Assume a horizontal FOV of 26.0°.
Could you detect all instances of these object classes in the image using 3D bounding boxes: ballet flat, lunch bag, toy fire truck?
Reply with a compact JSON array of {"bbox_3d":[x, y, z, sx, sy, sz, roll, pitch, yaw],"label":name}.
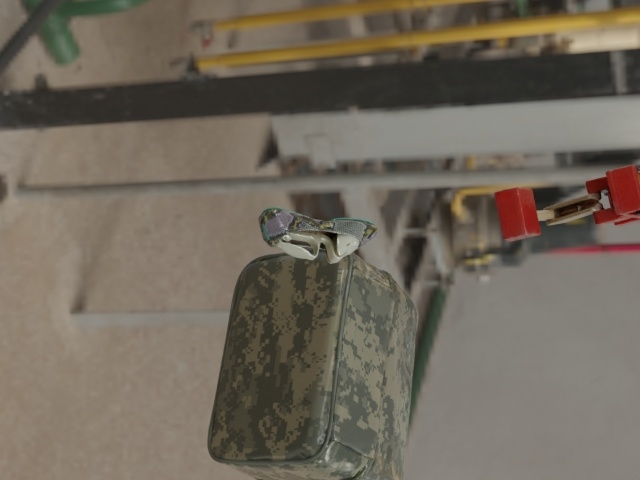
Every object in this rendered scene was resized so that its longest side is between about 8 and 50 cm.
[{"bbox_3d":[0.000,0.000,1.165,0.114,0.041,0.041,8,78,-30],"label":"ballet flat"},{"bbox_3d":[0.017,0.190,1.789,0.256,0.212,0.305,31,59,-45],"label":"lunch bag"},{"bbox_3d":[0.259,-0.034,1.339,0.192,0.135,0.047,2,75,-63],"label":"toy fire truck"}]
